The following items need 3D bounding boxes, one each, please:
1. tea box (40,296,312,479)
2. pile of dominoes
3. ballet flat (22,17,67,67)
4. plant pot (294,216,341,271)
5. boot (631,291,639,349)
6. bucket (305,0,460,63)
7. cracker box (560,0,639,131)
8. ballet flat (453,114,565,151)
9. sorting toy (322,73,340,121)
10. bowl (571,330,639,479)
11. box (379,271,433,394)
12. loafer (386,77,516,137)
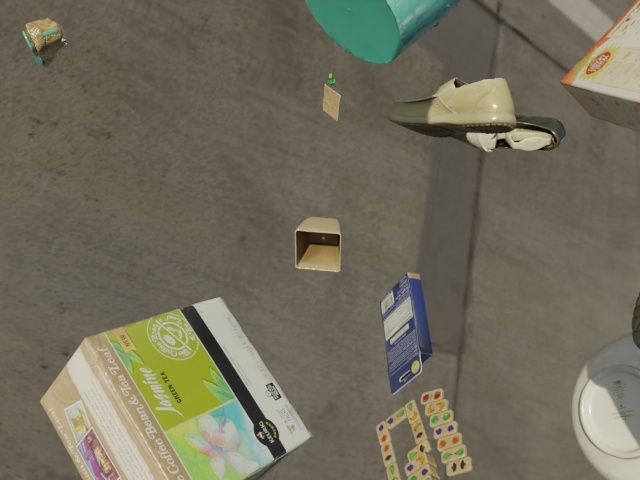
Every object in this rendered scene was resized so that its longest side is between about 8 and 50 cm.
[{"bbox_3d":[-0.254,0.320,1.279,0.323,0.220,0.329,-16,64,-52],"label":"tea box"},{"bbox_3d":[0.200,0.422,1.484,0.040,0.196,0.251,38,20,-27],"label":"pile of dominoes"},{"bbox_3d":[-0.473,-0.345,1.243,0.067,0.206,0.073,-26,109,-15],"label":"ballet flat"},{"bbox_3d":[0.000,0.000,1.715,0.096,0.109,0.109,-76,168,-57],"label":"plant pot"},{"bbox_3d":[0.450,0.074,0.800,0.161,0.083,0.246,50,60,-17],"label":"boot"},{"bbox_3d":[0.107,-0.476,1.313,0.183,0.281,0.281,-48,118,-16],"label":"bucket"},{"bbox_3d":[0.361,-0.184,0.715,0.067,0.232,0.156,40,101,-16],"label":"cracker box"},{"bbox_3d":[0.440,-0.258,1.706,0.096,0.280,0.095,-69,157,-51],"label":"ballet flat"},{"bbox_3d":[0.025,-0.286,1.419,0.012,0.062,0.083,-17,134,-26],"label":"sorting toy"},{"bbox_3d":[0.517,0.278,1.147,0.134,0.297,0.298,14,78,-37],"label":"bowl"},{"bbox_3d":[0.179,0.198,1.498,0.036,0.136,0.225,11,54,-20],"label":"box"},{"bbox_3d":[0.233,-0.238,1.266,0.101,0.268,0.092,13,88,-45],"label":"loafer"}]
